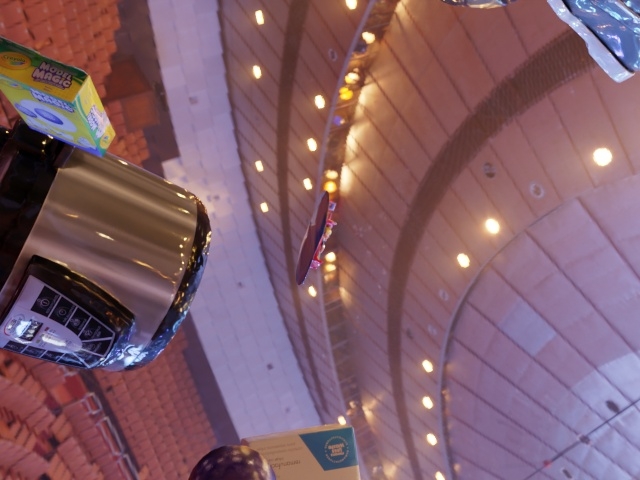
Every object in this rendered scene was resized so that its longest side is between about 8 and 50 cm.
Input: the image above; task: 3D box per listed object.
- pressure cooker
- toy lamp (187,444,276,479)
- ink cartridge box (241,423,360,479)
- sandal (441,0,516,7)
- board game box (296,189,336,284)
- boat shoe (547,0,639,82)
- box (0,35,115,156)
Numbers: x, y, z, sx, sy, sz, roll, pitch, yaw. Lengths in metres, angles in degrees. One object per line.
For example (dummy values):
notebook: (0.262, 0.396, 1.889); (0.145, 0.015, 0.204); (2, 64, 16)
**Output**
pressure cooker: (-0.452, 0.008, 1.003); (0.376, 0.421, 0.369); (0, -114, 56)
toy lamp: (-0.050, 0.171, 0.313); (0.274, 0.080, 0.080); (131, -65, -81)
ink cartridge box: (-0.017, 0.349, 0.702); (0.078, 0.134, 0.230); (134, -50, -69)
sandal: (0.133, -0.279, 0.419); (0.303, 0.120, 0.086); (85, 20, -82)
board game box: (0.000, 0.000, 0.994); (0.133, 0.033, 0.168); (-97, -155, -63)
boat shoe: (0.288, -0.273, 0.593); (0.099, 0.320, 0.116); (-26, -123, 37)
box: (-0.310, -0.164, 0.679); (0.105, 0.043, 0.179); (22, -18, -2)
